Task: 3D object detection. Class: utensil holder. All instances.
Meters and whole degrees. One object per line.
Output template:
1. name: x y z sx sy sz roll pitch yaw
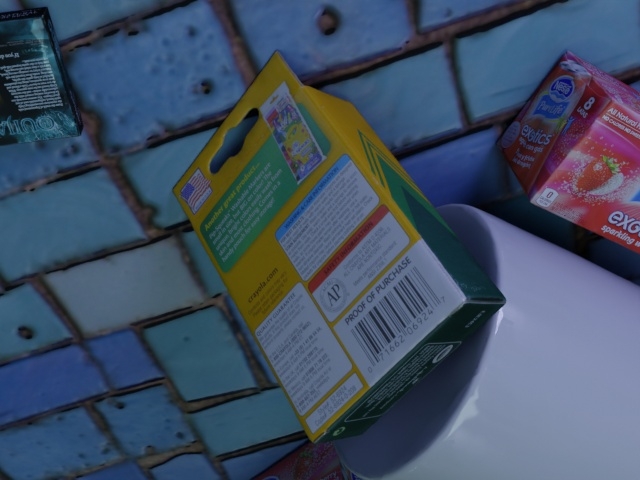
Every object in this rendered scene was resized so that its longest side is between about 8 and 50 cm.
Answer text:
1. utensil holder: 0.248 0.169 0.847 0.385 0.328 0.327 25 119 -21

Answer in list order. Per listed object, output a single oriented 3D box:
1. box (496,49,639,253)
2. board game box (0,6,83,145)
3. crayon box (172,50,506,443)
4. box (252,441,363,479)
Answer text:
1. box: 0.334 -0.073 0.801 0.257 0.123 0.128 22 120 -22
2. board game box: -0.335 -0.146 0.721 0.186 0.026 0.126 -7 127 -2
3. crayon box: 0.000 0.000 0.738 0.083 0.323 0.203 7 132 -51
4. box: -0.036 0.426 1.104 0.300 0.154 0.142 -38 121 21
